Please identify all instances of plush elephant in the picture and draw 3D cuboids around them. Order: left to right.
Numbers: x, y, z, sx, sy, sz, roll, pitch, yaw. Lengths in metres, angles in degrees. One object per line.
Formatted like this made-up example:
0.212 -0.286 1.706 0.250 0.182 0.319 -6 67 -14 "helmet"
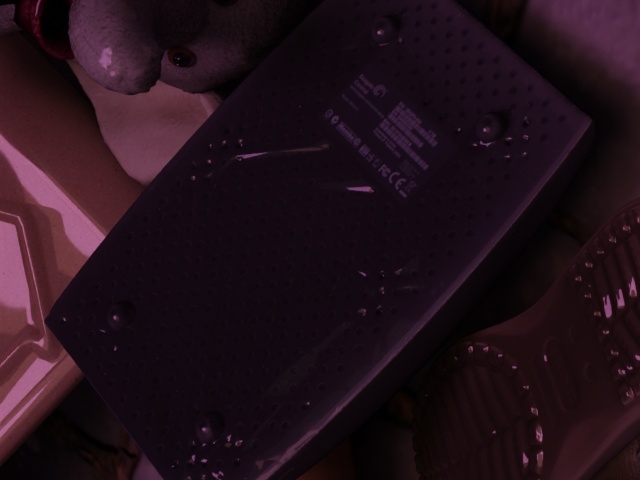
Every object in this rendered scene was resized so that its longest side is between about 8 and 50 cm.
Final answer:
-0.122 -0.150 0.899 0.255 0.330 0.272 31 121 12 "plush elephant"

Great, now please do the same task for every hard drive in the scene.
0.000 0.000 0.857 0.255 0.054 0.172 -47 55 5 "hard drive"

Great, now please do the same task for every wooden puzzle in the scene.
-0.285 0.015 1.065 0.348 0.080 0.322 -45 79 1 "wooden puzzle"

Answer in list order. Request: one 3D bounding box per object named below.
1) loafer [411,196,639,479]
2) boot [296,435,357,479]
0.126 0.068 0.793 0.268 0.092 0.102 -47 49 54 "loafer"
0.003 0.152 0.900 0.236 0.089 0.270 -8 89 56 "boot"
